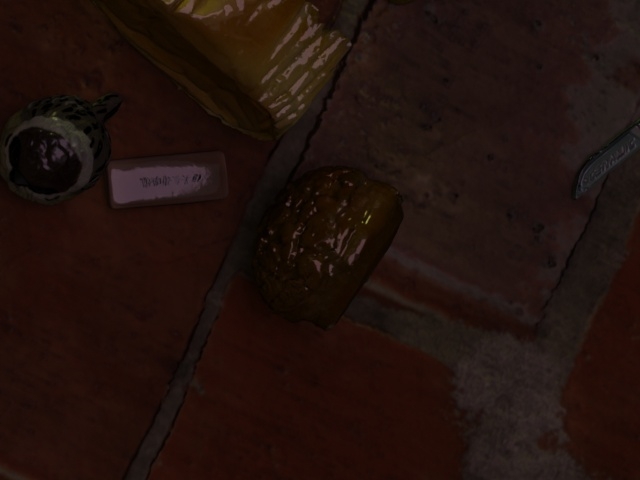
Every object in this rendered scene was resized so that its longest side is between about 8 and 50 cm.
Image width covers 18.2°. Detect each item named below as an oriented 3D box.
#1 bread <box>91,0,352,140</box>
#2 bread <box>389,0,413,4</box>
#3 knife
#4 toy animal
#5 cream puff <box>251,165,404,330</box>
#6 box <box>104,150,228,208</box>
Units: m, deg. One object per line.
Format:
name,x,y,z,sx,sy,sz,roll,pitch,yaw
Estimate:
bread,-0.094,-0.211,1.777,0.250,0.179,0.133,41,73,-15
bread,0.114,-0.350,1.898,0.160,0.088,0.233,-21,100,-23
knife,0.327,-0.112,2.013,0.210,0.015,0.028,-38,108,-15
toy animal,-0.222,-0.091,1.775,0.137,0.098,0.098,-38,102,-16
cream puff,0.000,0.000,1.834,0.115,0.150,0.165,36,41,0
box,-0.142,-0.056,1.841,0.115,0.025,0.048,-5,94,-20
